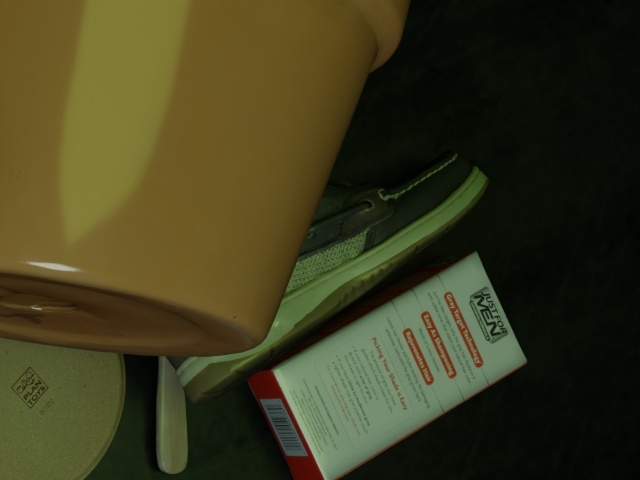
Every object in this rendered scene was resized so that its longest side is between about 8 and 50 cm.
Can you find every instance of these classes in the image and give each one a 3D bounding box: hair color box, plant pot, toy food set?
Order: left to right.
[{"bbox_3d":[-0.154,0.068,0.965,0.192,0.038,0.132,-1,91,-37],"label":"toy food set"},{"bbox_3d":[-0.107,-0.066,0.847,0.290,0.291,0.204,12,76,-24],"label":"plant pot"},{"bbox_3d":[0.036,0.068,1.048,0.141,0.043,0.072,-28,97,-24],"label":"hair color box"}]

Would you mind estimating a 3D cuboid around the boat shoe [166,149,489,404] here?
[{"bbox_3d":[-0.001,0.001,1.012,0.223,0.080,0.073,-36,89,-33],"label":"boat shoe"}]
